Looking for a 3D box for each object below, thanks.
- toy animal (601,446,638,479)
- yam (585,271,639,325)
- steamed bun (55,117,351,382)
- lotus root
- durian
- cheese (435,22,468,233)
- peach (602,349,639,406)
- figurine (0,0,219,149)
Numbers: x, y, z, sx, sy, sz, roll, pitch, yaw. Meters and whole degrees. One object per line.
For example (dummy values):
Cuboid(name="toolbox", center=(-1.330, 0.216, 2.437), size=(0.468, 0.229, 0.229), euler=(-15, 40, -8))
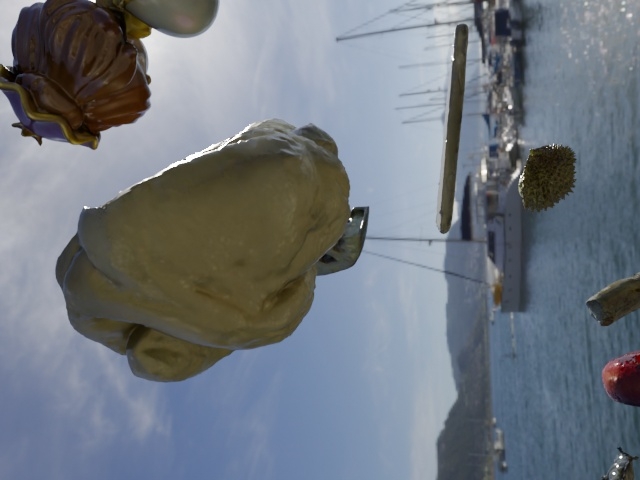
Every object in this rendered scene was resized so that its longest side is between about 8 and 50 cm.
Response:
Cuboid(name="toy animal", center=(0.534, 0.418, 1.022), size=(0.136, 0.047, 0.065), euler=(-24, -46, -50))
Cuboid(name="yam", center=(0.666, 0.100, 1.190), size=(0.071, 0.317, 0.067), euler=(56, 147, 28))
Cuboid(name="steamed bun", center=(-0.107, 0.004, 0.661), size=(0.230, 0.325, 0.372), euler=(60, -172, -10))
Cuboid(name="lotus root", center=(0.000, 0.000, 1.278), size=(0.119, 0.235, 0.138), euler=(-82, -23, -45))
Cuboid(name="durian", center=(0.488, -0.130, 1.200), size=(0.208, 0.102, 0.146), euler=(-30, -49, -43))
Cuboid(name="cheese", center=(0.259, -0.213, 1.132), size=(0.085, 0.034, 0.400), euler=(-50, -37, -73))
Cuboid(name="peach", center=(0.606, 0.253, 1.079), size=(0.172, 0.127, 0.092), euler=(168, 89, -69))
Cuboid(name="figurine", center=(-0.200, -0.201, 0.546), size=(0.142, 0.263, 0.189), euler=(40, -167, -15))
